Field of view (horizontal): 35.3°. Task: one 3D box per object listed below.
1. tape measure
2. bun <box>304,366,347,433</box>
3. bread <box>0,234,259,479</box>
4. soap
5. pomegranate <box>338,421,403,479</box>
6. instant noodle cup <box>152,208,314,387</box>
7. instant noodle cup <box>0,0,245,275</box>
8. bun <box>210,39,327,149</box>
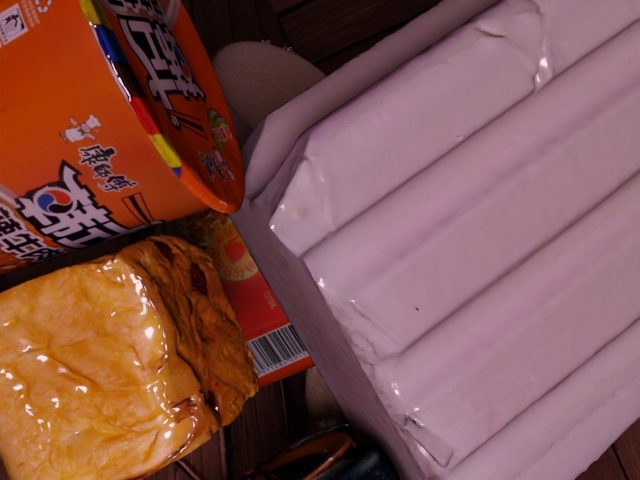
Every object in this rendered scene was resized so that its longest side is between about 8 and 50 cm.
[{"bbox_3d":[-0.021,0.243,0.795,0.135,0.202,0.223,64,5,3],"label":"tape measure"},{"bbox_3d":[0.047,0.158,1.366,0.220,0.134,0.220,9,90,-90],"label":"bun"},{"bbox_3d":[-0.141,0.081,0.674,0.149,0.158,0.143,-50,121,-80],"label":"bread"},{"bbox_3d":[0.169,-0.032,0.845,0.350,0.435,0.213,57,-14,-17],"label":"soap"},{"bbox_3d":[0.095,0.323,1.222,0.276,0.204,0.222,-60,146,-72],"label":"pomegranate"},{"bbox_3d":[0.000,0.000,1.086,0.294,0.308,0.294,64,2,-5],"label":"instant noodle cup"},{"bbox_3d":[-0.192,-0.098,0.692,0.250,0.192,0.250,-23,90,-81],"label":"instant noodle cup"},{"bbox_3d":[-0.085,-0.162,1.537,0.263,0.175,0.263,22,39,-20],"label":"bun"}]
